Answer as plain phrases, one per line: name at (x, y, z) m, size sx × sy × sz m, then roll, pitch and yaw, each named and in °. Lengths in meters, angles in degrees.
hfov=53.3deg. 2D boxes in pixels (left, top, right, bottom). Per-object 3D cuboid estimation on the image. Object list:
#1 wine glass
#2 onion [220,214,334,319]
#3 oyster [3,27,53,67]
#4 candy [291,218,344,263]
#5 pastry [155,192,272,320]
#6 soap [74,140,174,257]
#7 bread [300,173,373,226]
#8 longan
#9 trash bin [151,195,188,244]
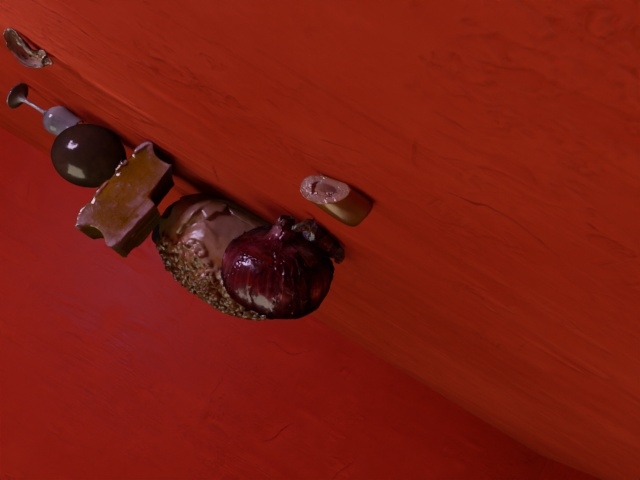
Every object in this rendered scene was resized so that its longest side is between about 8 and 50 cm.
wine glass at (-0.715, -0.331, 1.668) m, size 0.195 × 0.079 × 0.079 m, roll 32°, pitch 170°, yaw 4°
onion at (-0.086, 0.049, 1.356) m, size 0.252 × 0.219 × 0.252 m, roll 13°, pitch -154°, yaw -6°
oyster at (-0.550, -0.369, 1.211) m, size 0.080 × 0.038 × 0.083 m, roll 0°, pitch 127°, yaw 21°
candy at (0.000, 0.000, 1.282) m, size 0.043 × 0.045 × 0.175 m, roll 39°, pitch 178°, yaw 45°
pastry at (-0.237, 0.050, 1.635) m, size 0.409 × 0.245 × 0.409 m, roll 31°, pitch 167°, yaw 8°
soap at (-0.460, -0.095, 1.552) m, size 0.143 × 0.259 × 0.281 m, roll 36°, pitch 170°, yaw -5°
bread at (0.023, -0.060, 0.927) m, size 0.103 × 0.049 × 0.062 m, roll 32°, pitch 170°, yaw -14°
longan at (-0.590, -0.210, 1.619) m, size 0.204 × 0.159 × 0.184 m, roll -12°, pitch 159°, yaw 39°
trash bin at (-0.331, 0.035, 1.941) m, size 0.214 × 0.214 × 0.334 m, roll 18°, pitch 157°, yaw 52°
